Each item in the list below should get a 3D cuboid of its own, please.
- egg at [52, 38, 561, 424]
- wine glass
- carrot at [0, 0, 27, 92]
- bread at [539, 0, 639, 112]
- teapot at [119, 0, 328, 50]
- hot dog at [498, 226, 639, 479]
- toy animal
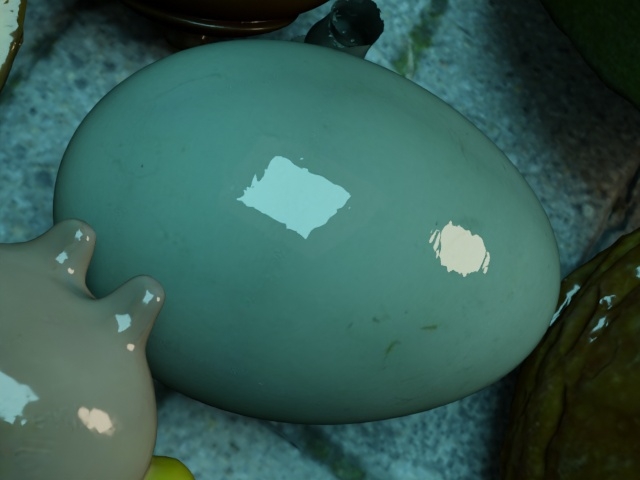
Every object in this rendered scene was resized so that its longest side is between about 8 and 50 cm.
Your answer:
[{"bbox_3d":[0.000,0.000,0.610,0.264,0.183,0.182,14,69,-23],"label":"egg"},{"bbox_3d":[0.007,-0.113,0.702,0.039,0.083,0.042,-15,82,-19],"label":"wine glass"},{"bbox_3d":[-0.291,-0.099,0.593,0.258,0.100,0.307,42,73,-5],"label":"carrot"},{"bbox_3d":[0.303,-0.166,0.750,0.366,0.129,0.381,14,48,-13],"label":"bread"},{"bbox_3d":[-0.047,-0.170,0.688,0.252,0.135,0.178,-11,42,-42],"label":"teapot"},{"bbox_3d":[0.237,0.171,0.654,0.267,0.174,0.387,-1,62,-22],"label":"hot dog"},{"bbox_3d":[-0.155,0.104,0.514,0.165,0.149,0.248,37,90,32],"label":"toy animal"}]
